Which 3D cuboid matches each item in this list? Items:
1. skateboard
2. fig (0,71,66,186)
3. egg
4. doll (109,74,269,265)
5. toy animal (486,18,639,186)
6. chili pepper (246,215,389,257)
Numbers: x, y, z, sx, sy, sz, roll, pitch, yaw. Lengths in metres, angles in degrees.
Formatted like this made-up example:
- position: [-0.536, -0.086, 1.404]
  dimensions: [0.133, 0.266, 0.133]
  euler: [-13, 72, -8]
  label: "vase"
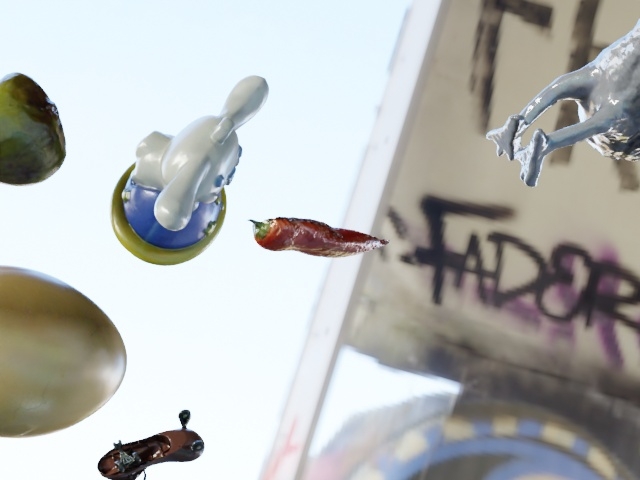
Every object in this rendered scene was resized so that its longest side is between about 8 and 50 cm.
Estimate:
- position: [-0.233, 0.299, 1.958]
  dimensions: [0.151, 0.067, 0.080]
  euler: [-18, -40, -13]
  label: "skateboard"
- position: [-0.432, -0.147, 1.922]
  dimensions: [0.166, 0.154, 0.144]
  euler: [-13, 21, -25]
  label: "fig"
- position: [-0.346, 0.131, 1.647]
  dimensions: [0.244, 0.201, 0.201]
  euler: [8, -17, -14]
  label: "egg"
- position: [-0.189, -0.110, 1.988]
  dimensions: [0.159, 0.311, 0.242]
  euler: [27, -29, 9]
  label: "doll"
- position: [0.235, -0.117, 1.129]
  dimensions: [0.206, 0.081, 0.367]
  euler: [-27, -26, 2]
  label: "toy animal"
- position: [0.000, 0.000, 1.305]
  dimensions: [0.045, 0.027, 0.178]
  euler: [-24, -21, 40]
  label: "chili pepper"
